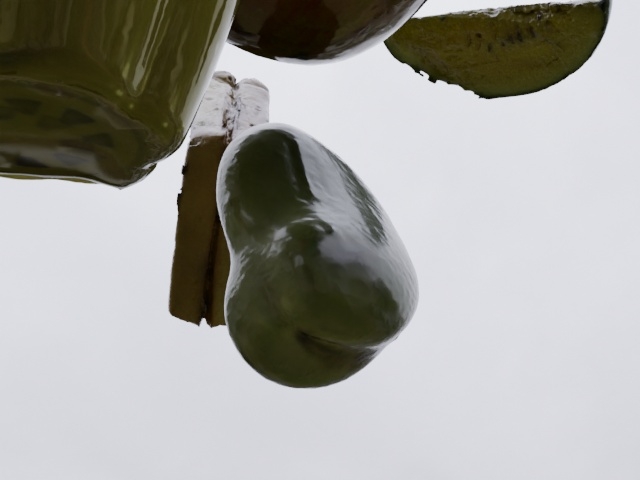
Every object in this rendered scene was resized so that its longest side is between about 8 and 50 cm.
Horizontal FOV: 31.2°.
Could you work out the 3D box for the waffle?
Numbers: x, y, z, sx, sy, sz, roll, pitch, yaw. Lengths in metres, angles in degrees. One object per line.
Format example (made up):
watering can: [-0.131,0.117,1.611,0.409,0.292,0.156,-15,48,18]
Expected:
waffle: [-0.115,-0.057,1.320,0.098,0.328,0.224,6,-70,-6]

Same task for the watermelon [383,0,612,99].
watermelon: [0.214,-0.246,1.364,0.301,0.123,0.129,2,-23,33]

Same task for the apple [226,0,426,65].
apple: [-0.028,-0.314,0.942,0.339,0.340,0.340,2,-44,2]

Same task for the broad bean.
broad bean: [0.000,0.000,0.931,0.189,0.263,0.121,26,-52,-28]

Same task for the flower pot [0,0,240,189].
flower pot: [-0.124,-0.128,0.530,0.195,0.179,0.195,4,-22,2]
